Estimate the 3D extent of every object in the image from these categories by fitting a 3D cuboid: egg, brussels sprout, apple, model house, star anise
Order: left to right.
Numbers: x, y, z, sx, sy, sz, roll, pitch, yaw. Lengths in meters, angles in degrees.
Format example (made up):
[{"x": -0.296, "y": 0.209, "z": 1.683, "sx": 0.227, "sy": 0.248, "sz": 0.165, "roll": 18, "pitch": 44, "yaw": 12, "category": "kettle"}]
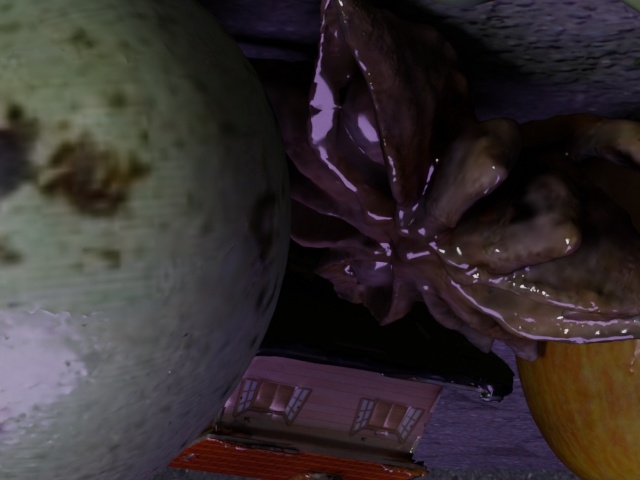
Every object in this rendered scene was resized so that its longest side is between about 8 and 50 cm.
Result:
[{"x": -0.166, "y": 0.000, "z": 0.775, "sx": 0.287, "sy": 0.288, "sz": 0.379, "roll": 10, "pitch": 153, "yaw": -19, "category": "egg"}, {"x": -0.029, "y": 0.099, "z": 1.186, "sx": 0.294, "sy": 0.154, "sz": 0.207, "roll": 13, "pitch": -161, "yaw": -29, "category": "model house"}, {"x": 0.000, "y": 0.000, "z": 1.154, "sx": 0.085, "sy": 0.085, "sz": 0.058, "roll": 6, "pitch": 132, "yaw": -5, "category": "brussels sprout"}, {"x": 0.075, "y": -0.027, "z": 0.866, "sx": 0.292, "sy": 0.109, "sz": 0.349, "roll": 30, "pitch": 157, "yaw": -12, "category": "star anise"}, {"x": 0.249, "y": 0.066, "z": 0.977, "sx": 0.264, "sy": 0.264, "sz": 0.264, "roll": 4, "pitch": 165, "yaw": 1, "category": "apple"}]

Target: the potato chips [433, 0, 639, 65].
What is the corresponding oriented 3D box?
[{"x": 0.080, "y": -0.121, "z": 0.458, "sx": 0.389, "sy": 0.097, "sz": 0.373, "roll": 13, "pitch": -165, "yaw": -14, "category": "potato chips"}]
